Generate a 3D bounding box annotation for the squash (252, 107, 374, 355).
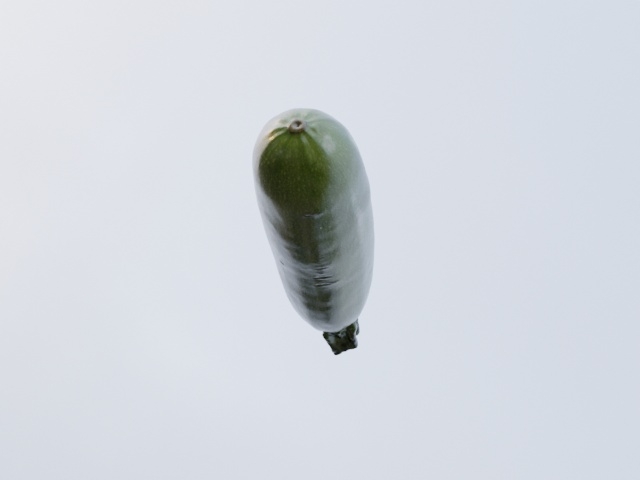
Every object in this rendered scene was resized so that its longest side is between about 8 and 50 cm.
[{"bbox_3d":[0.000,0.000,0.472,0.066,0.066,0.252,30,-22,19],"label":"squash"}]
